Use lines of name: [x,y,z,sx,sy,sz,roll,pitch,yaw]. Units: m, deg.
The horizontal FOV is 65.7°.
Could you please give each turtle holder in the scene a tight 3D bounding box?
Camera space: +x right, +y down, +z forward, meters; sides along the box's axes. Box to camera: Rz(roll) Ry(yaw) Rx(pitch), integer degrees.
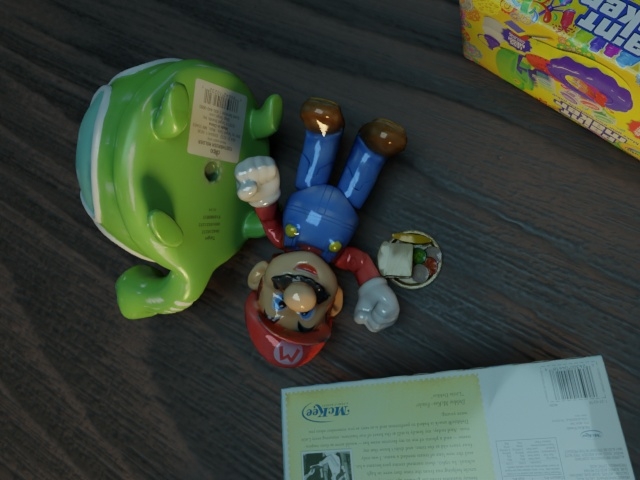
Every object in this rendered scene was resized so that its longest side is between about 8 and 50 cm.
turtle holder: [-0.192,-0.072,0.663,0.227,0.243,0.320,13,126,33]

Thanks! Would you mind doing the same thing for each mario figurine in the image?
mario figurine: [0.000,0.000,0.587,0.198,0.170,0.320,18,92,34]

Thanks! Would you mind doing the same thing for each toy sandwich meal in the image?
toy sandwich meal: [0.113,0.023,0.637,0.086,0.029,0.085,-2,83,17]

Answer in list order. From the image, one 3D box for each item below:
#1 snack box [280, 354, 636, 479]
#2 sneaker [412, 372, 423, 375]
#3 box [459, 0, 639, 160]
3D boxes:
snack box: [0.118,0.225,0.481,0.322,0.060,0.187,-11,68,19]
sneaker: [0.181,0.325,0.523,0.150,0.135,0.366,-11,80,21]
box: [0.352,-0.274,0.523,0.290,0.177,0.279,39,97,18]
